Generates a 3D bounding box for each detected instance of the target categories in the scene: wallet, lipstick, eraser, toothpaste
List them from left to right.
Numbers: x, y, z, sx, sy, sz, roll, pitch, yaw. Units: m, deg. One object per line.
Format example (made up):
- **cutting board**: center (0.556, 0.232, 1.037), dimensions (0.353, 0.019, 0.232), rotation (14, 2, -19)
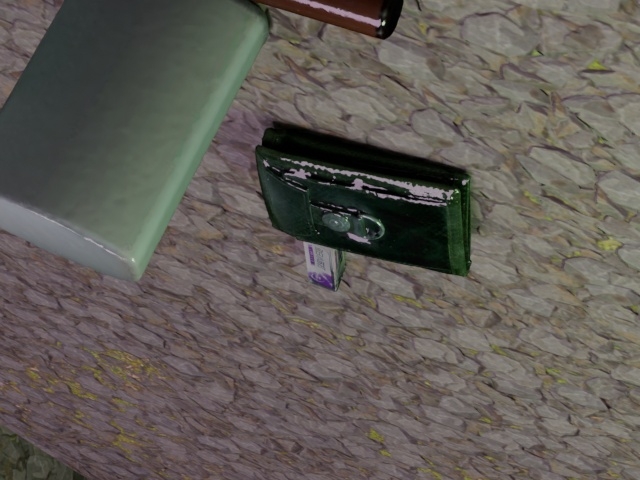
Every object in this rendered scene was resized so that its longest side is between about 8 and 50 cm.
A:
- **eraser**: center (-0.191, -0.125, 1.686), dimensions (0.189, 0.290, 0.104), rotation (25, 159, 3)
- **lipstick**: center (-0.098, -0.255, 1.607), dimensions (0.356, 0.057, 0.057), rotation (18, 157, 11)
- **toothpaste**: center (0.000, 0.000, 2.111), dimensions (0.047, 0.040, 0.196), rotation (17, 156, 11)
- **wallet**: center (0.048, -0.036, 1.933), dimensions (0.236, 0.055, 0.160), rotation (16, 145, 18)
